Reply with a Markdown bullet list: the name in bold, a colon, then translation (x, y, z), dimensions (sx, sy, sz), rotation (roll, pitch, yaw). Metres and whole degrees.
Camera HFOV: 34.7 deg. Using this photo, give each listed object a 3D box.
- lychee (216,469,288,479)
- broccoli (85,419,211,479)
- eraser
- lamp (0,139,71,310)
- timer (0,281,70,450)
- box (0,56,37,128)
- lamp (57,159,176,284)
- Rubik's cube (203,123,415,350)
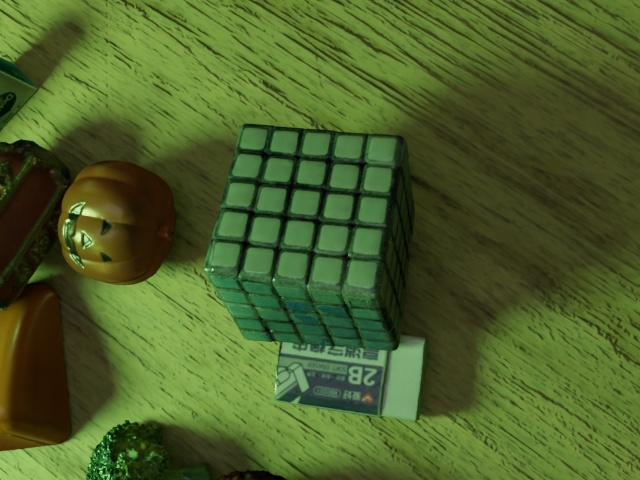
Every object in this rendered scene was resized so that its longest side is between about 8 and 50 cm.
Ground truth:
- **lychee**: translation (-0.103, 0.452, 1.407), dimensions (0.260, 0.260, 0.261), rotation (-1, 84, 13)
- **broccoli**: translation (-0.253, 0.366, 1.513), dimensions (0.194, 0.194, 0.220), rotation (-23, 57, 9)
- **eraser**: translation (0.045, 0.188, 1.485), dimensions (0.210, 0.068, 0.125), rotation (6, 82, 13)
- **lamp**: translation (-0.487, -0.021, 1.547), dimensions (0.177, 0.177, 0.274), rotation (21, 65, 14)
- **timer**: translation (-0.539, 0.196, 1.600), dimensions (0.257, 0.161, 0.250), rotation (-9, 67, 12)
- **box**: translation (-0.567, -0.208, 1.626), dimensions (0.073, 0.139, 0.194), rotation (45, 95, 12)
- **lamp**: translation (-0.293, -0.024, 1.524), dimensions (0.163, 0.187, 0.188), rotation (12, 87, 16)
- **Rubik's cube**: translation (0.000, 0.000, 1.401), dimensions (0.236, 0.237, 0.238), rotation (4, 65, 13)
